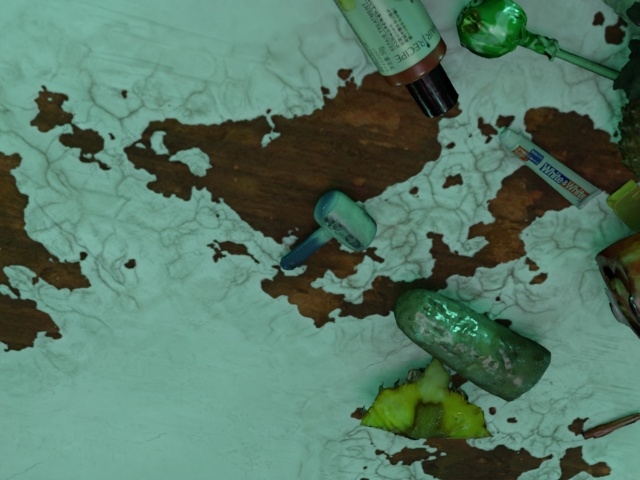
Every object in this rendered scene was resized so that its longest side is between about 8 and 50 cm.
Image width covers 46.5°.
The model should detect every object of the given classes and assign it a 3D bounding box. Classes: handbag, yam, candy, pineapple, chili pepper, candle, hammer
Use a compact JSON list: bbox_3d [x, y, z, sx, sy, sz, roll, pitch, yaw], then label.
[{"bbox_3d":[0.541,-0.059,1.287,0.083,0.027,0.061,37,111,-26],"label":"handbag"},{"bbox_3d":[0.278,0.189,1.378,0.330,0.133,0.133,31,116,-16],"label":"yam"},{"bbox_3d":[0.353,-0.288,1.126,0.324,0.097,0.097,14,121,-19],"label":"candy"},{"bbox_3d":[0.521,-0.230,1.094,0.170,0.141,0.310,-1,133,21],"label":"pineapple"},{"bbox_3d":[0.654,0.072,1.257,0.306,0.229,0.251,-20,106,12],"label":"chili pepper"},{"bbox_3d":[0.631,0.382,1.562,0.167,0.021,0.026,-28,98,16],"label":"candle"},{"bbox_3d":[0.000,0.000,1.300,0.116,0.069,0.194,39,122,-22],"label":"hammer"},{"bbox_3d":[0.205,0.318,1.485,0.250,0.164,0.140,-4,161,7],"label":"pineapple"}]

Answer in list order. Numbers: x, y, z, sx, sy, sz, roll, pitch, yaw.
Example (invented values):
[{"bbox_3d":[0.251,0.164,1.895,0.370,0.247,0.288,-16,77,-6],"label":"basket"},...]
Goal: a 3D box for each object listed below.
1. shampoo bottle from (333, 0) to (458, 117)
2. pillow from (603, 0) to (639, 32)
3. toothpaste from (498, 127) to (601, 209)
[{"bbox_3d":[0.113,-0.301,1.086,0.104,0.104,0.278,-30,118,16],"label":"shampoo bottle"},{"bbox_3d":[0.499,-0.364,1.084,0.229,0.051,0.128,31,128,-16],"label":"pillow"},{"bbox_3d":[0.382,-0.121,1.246,0.218,0.033,0.052,31,121,-23],"label":"toothpaste"}]
